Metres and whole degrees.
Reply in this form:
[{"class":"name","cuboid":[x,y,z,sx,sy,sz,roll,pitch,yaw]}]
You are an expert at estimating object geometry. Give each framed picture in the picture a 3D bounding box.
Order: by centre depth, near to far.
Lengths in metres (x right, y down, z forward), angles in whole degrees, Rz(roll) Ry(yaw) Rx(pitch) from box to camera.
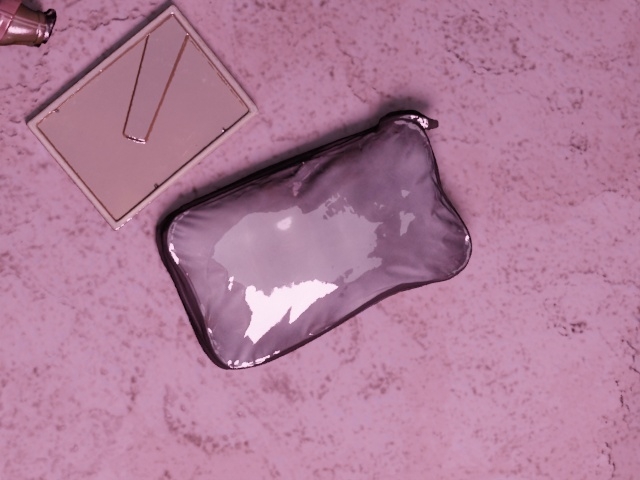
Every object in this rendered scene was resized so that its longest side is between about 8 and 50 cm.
[{"class":"framed picture","cuboid":[-0.186,-0.130,1.850,0.203,0.015,0.150,-41,100,-8]}]

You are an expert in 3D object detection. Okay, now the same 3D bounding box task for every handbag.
[{"class":"handbag","cuboid":[0.003,-0.001,1.873,0.332,0.075,0.191,-24,94,-8]}]

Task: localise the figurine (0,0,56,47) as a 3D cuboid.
[{"class":"figurine","cuboid":[-0.363,-0.250,1.762,0.196,0.114,0.108,14,89,-21]}]
